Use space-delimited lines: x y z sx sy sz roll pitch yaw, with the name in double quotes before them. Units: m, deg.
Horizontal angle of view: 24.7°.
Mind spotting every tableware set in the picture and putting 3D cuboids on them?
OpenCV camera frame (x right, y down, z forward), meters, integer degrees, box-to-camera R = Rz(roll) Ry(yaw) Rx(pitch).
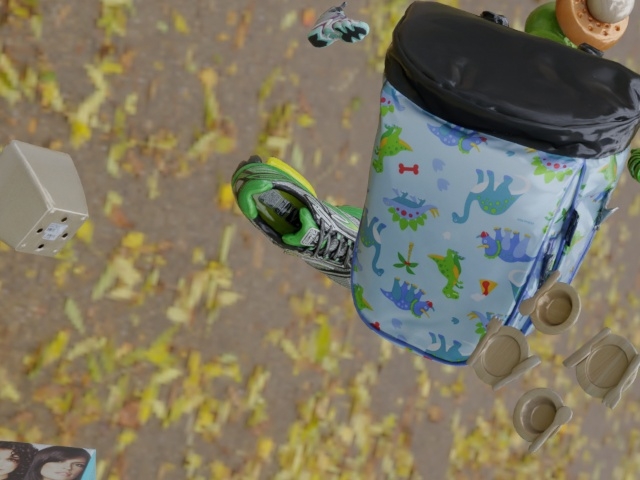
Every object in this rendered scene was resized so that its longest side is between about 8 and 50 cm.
"tableware set" 0.225 0.118 1.430 0.141 0.168 0.020 -45 140 11

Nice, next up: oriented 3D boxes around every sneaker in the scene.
"sneaker" 0.000 0.000 2.352 0.134 0.344 0.146 -57 -170 17
"sneaker" 0.031 -0.309 2.043 0.038 0.098 0.069 55 45 -40

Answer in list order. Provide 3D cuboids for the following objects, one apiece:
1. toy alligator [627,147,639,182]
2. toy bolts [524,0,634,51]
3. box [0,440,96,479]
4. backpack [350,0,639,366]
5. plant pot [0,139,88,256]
"toy alligator" 0.427 -0.104 1.920 0.189 0.051 0.056 -78 175 -69
"toy bolts" 0.326 -0.374 1.914 0.228 0.158 0.218 37 62 -9
"box" -0.257 0.249 1.199 0.244 0.101 0.060 -80 174 -70
"backpack" 0.170 -0.035 1.603 0.273 0.290 0.355 -55 163 -40
"plant pot" -0.345 -0.041 1.754 0.109 0.096 0.109 -46 153 17
